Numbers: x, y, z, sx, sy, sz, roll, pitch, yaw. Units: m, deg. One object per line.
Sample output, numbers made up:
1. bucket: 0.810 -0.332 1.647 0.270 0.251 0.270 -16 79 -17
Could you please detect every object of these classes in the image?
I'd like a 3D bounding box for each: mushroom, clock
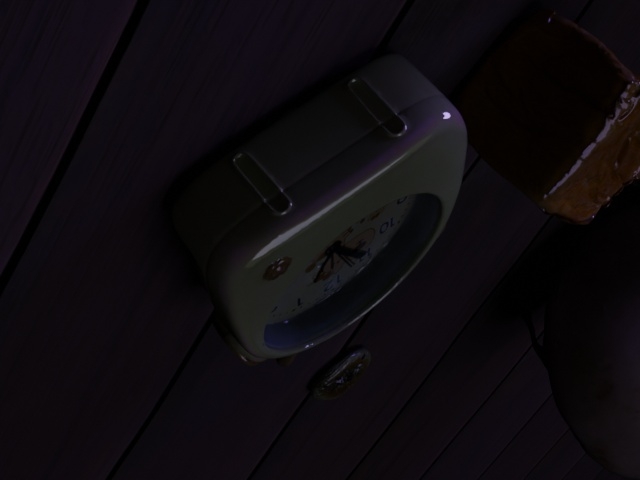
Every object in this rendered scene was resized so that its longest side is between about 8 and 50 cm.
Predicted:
1. mushroom: 0.406 0.123 1.895 0.295 0.362 0.362 -1 -168 44
2. clock: 0.000 0.000 1.216 0.235 0.096 0.308 -35 158 -17

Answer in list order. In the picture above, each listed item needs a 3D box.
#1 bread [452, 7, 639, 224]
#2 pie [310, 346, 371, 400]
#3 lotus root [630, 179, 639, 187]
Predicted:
1. bread: 0.217 -0.108 1.305 0.143 0.149 0.158 -49 157 11
2. pie: 0.023 0.150 1.640 0.084 0.021 0.084 -35 158 -16
3. lotus root: 0.438 -0.117 1.742 0.135 0.095 0.159 -25 -166 -25
